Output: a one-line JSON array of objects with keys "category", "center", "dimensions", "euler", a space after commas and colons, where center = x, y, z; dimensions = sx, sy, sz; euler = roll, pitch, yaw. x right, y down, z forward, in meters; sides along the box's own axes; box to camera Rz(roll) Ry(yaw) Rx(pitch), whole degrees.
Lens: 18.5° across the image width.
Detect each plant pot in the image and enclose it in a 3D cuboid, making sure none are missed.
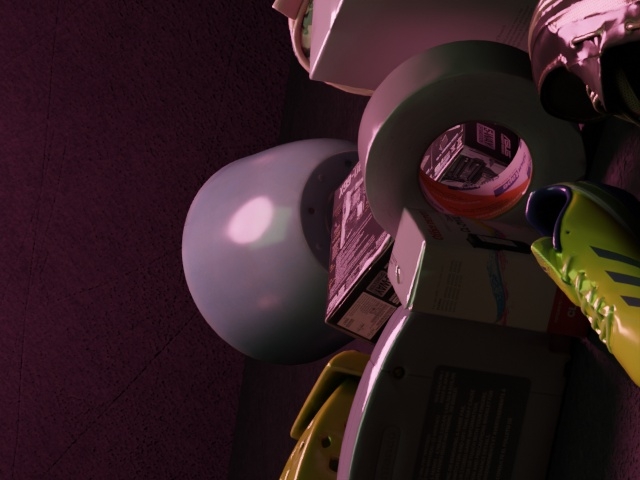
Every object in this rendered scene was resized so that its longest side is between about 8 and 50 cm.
[{"category": "plant pot", "center": [0.000, 0.000, 2.543], "dimensions": [0.235, 0.293, 0.293], "euler": [-25, 55, 60]}, {"category": "plant pot", "center": [0.067, 0.254, 2.076], "dimensions": [0.227, 0.228, 0.207], "euler": [115, 167, -59]}]

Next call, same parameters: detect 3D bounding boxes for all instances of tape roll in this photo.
[{"category": "tape roll", "center": [0.148, -0.084, 1.924], "dimensions": [0.072, 0.219, 0.219], "euler": [-97, 19, -59]}]

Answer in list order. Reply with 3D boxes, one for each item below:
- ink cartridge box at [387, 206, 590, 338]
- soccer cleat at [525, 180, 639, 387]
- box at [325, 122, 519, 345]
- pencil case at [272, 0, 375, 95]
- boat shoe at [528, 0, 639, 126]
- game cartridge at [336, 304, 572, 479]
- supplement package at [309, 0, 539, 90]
[{"category": "ink cartridge box", "center": [0.163, 0.029, 1.859], "dimensions": [0.127, 0.175, 0.072], "euler": [-114, 35, -72]}, {"category": "soccer cleat", "center": [0.234, 0.039, 1.608], "dimensions": [0.289, 0.121, 0.093], "euler": [-100, 22, -62]}, {"category": "box", "center": [0.114, -0.065, 2.244], "dimensions": [0.307, 0.076, 0.242], "euler": [-53, 20, 35]}, {"category": "pencil case", "center": [0.067, -0.272, 2.409], "dimensions": [0.160, 0.183, 0.410], "euler": [-51, -1, 11]}, {"category": "boat shoe", "center": [0.258, -0.161, 1.638], "dimensions": [0.355, 0.132, 0.130], "euler": [123, 155, -69]}, {"category": "game cartridge", "center": [0.118, 0.213, 1.874], "dimensions": [0.062, 0.198, 0.297], "euler": [-130, 51, -77]}, {"category": "supplement package", "center": [0.141, -0.274, 2.011], "dimensions": [0.199, 0.262, 0.198], "euler": [116, 161, -56]}]
